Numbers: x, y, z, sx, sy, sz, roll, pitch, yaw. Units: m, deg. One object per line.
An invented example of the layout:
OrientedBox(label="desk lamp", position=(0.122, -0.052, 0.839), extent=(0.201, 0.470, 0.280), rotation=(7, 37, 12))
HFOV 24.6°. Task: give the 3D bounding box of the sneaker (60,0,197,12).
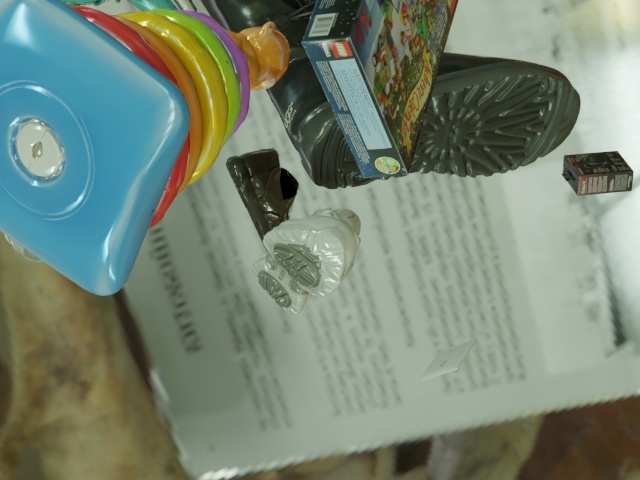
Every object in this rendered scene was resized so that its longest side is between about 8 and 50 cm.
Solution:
OrientedBox(label="sneaker", position=(-0.249, -0.273, 1.450), extent=(0.275, 0.110, 0.107), rotation=(29, 176, -15))

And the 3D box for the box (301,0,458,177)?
OrientedBox(label="box", position=(0.058, -0.192, 1.261), extent=(0.044, 0.233, 0.159), rotation=(-2, 139, 25))

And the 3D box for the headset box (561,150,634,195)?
OrientedBox(label="headset box", position=(0.357, -0.087, 1.910), extent=(0.062, 0.083, 0.032), rotation=(-112, 18, -59))

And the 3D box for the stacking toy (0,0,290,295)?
OrientedBox(label="stacking toy", position=(-0.109, -0.107, 1.053), extent=(0.166, 0.302, 0.175), rotation=(36, 124, 14))

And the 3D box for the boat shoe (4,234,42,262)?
OrientedBox(label="boat shoe", position=(-0.249, -0.041, 1.593), extent=(0.320, 0.118, 0.103), rotation=(-32, 63, 43))

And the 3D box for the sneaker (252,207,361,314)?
OrientedBox(label="sneaker", position=(0.000, 0.000, 1.544), extent=(0.090, 0.115, 0.232), rotation=(47, 161, -3))

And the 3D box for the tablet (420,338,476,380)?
OrientedBox(label="tablet", position=(0.164, 0.153, 1.882), extent=(0.006, 0.054, 0.083), rotation=(45, 147, -11))

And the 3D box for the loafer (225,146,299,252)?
OrientedBox(label="loafer", position=(-0.060, -0.051, 1.962), extent=(0.220, 0.078, 0.080), rotation=(67, 178, -63))

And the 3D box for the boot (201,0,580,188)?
OrientedBox(label="boot", position=(0.055, -0.265, 1.750), extent=(0.445, 0.367, 0.146), rotation=(58, 142, 39))
